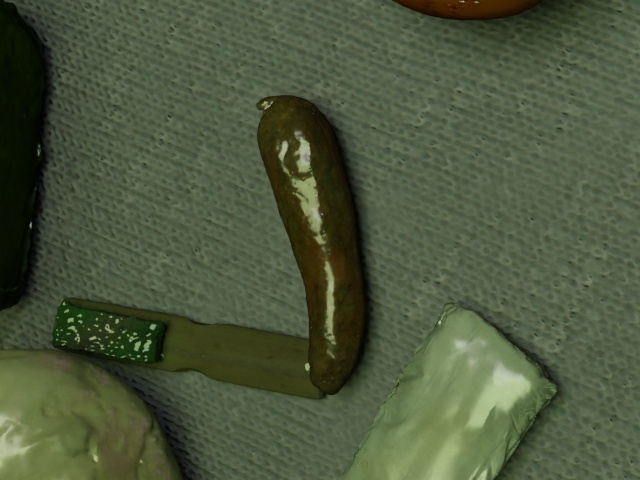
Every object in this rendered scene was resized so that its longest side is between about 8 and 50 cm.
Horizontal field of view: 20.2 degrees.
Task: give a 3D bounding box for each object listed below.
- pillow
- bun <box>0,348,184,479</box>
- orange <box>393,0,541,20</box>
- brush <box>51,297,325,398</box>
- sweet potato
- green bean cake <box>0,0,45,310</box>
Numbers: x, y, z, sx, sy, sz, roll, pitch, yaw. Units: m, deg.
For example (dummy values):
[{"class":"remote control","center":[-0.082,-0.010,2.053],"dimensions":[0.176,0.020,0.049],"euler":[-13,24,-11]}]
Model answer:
[{"class":"pillow","center":[0.103,0.177,1.558],"dimensions":[0.128,0.051,0.229],"euler":[36,101,27]},{"class":"bun","center":[-0.289,0.273,1.632],"dimensions":[0.361,0.213,0.361],"euler":[-1,88,20]},{"class":"orange","center":[0.121,-0.297,1.476],"dimensions":[0.240,0.240,0.240],"euler":[-1,88,23]},{"class":"brush","center":[-0.126,0.098,1.661],"dimensions":[0.282,0.048,0.054],"euler":[9,91,21]},{"class":"sweet potato","center":[0.000,0.000,1.598],"dimensions":[0.075,0.075,0.273],"euler":[-14,87,22]},{"class":"green bean cake","center":[-0.412,-0.088,1.627],"dimensions":[0.218,0.335,0.319],"euler":[2,85,22]}]
